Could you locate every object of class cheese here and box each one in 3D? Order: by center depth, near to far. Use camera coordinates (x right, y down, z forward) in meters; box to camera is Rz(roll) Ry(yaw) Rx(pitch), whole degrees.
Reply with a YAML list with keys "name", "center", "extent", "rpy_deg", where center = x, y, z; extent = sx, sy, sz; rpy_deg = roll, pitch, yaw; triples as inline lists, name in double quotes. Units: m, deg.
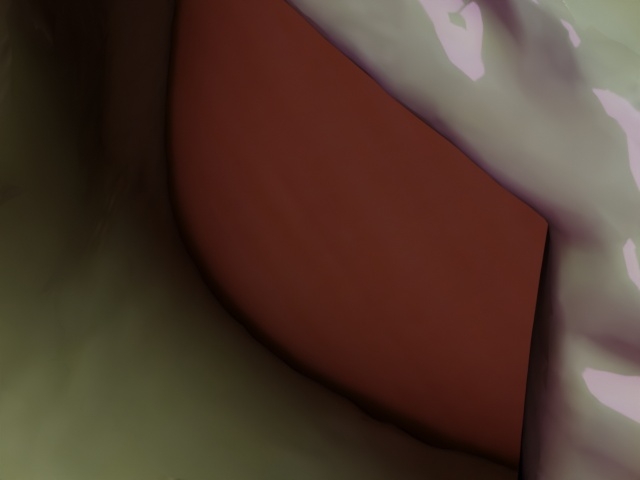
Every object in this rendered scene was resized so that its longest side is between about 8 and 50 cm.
- name: "cheese"
  center: [0.004, 0.000, 0.463]
  extent: [0.292, 0.153, 0.332]
  rpy_deg: [20, 129, 22]
